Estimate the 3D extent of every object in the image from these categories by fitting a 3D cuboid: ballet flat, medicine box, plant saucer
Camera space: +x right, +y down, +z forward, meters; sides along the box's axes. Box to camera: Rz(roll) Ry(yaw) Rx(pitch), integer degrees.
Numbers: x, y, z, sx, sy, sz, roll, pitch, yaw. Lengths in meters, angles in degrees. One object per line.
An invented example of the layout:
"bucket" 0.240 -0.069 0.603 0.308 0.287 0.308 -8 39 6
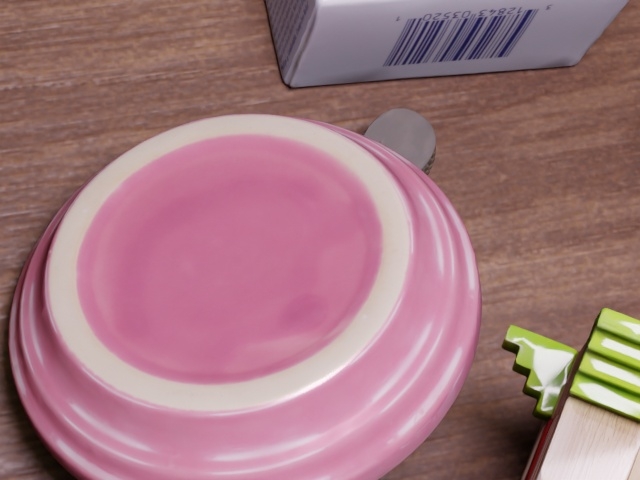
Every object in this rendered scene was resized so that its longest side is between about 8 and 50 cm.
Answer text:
"ballet flat" 0.000 0.000 1.318 0.084 0.058 0.250 37 70 8
"medicine box" 0.082 -0.289 1.392 0.263 0.149 0.289 -6 71 -15
"plant saucer" -0.057 0.032 1.202 0.332 0.084 0.332 -4 52 5

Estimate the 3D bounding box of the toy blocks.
"toy blocks" 0.164 0.207 1.120 0.191 0.381 0.261 21 81 7
